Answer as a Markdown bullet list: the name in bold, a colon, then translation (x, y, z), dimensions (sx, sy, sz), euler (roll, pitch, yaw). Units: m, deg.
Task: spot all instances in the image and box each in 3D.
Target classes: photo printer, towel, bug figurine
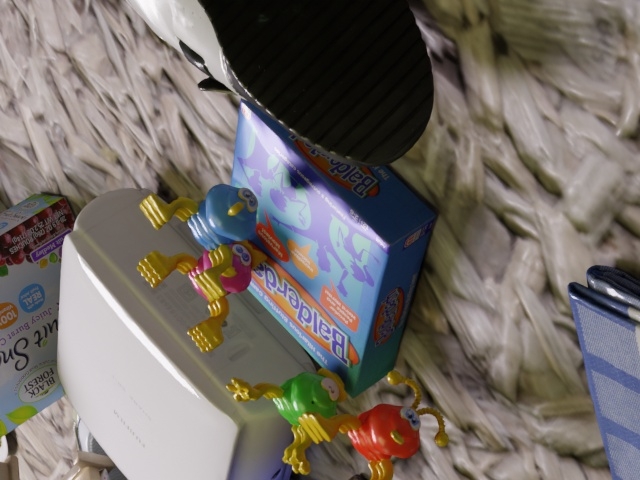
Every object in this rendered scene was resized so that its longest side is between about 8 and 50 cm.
- **photo printer**: translation (-0.128, 0.130, 1.676), dimensions (0.256, 0.107, 0.307), euler (46, 151, 19)
- **towel**: translation (0.267, 0.139, 1.116), dimensions (0.285, 0.034, 0.209), euler (28, 144, 47)
- **bug figurine**: translation (-0.029, 0.067, 1.377), dimensions (0.279, 0.072, 0.216), euler (54, 161, -6)

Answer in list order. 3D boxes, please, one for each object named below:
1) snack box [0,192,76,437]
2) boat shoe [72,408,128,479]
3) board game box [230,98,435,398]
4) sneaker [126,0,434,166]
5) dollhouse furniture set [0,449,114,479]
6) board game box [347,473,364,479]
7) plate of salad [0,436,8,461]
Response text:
- **snack box**: translation (-0.303, 0.080, 1.800), dimensions (0.070, 0.207, 0.174), euler (10, 127, 55)
- **boat shoe**: translation (-0.181, 0.285, 1.968), dimensions (0.094, 0.109, 0.302), euler (-138, 33, -64)
- **board game box**: translation (0.000, 0.000, 1.388), dimensions (0.160, 0.047, 0.210), euler (45, 152, 22)
- **sneaker**: translation (-0.048, -0.159, 1.245), dimensions (0.330, 0.122, 0.146), euler (46, 169, 18)
- **dollhouse furniture set**: translation (-0.209, 0.306, 1.844), dimensions (0.355, 0.174, 0.303), euler (-44, 43, 35)
- **board game box**: translation (0.062, 0.387, 1.606), dimensions (0.291, 0.141, 0.232), euler (44, 151, 23)
- **plate of salad**: translation (-0.456, 0.196, 2.361), dimensions (0.200, 0.048, 0.200), euler (40, 150, 30)
